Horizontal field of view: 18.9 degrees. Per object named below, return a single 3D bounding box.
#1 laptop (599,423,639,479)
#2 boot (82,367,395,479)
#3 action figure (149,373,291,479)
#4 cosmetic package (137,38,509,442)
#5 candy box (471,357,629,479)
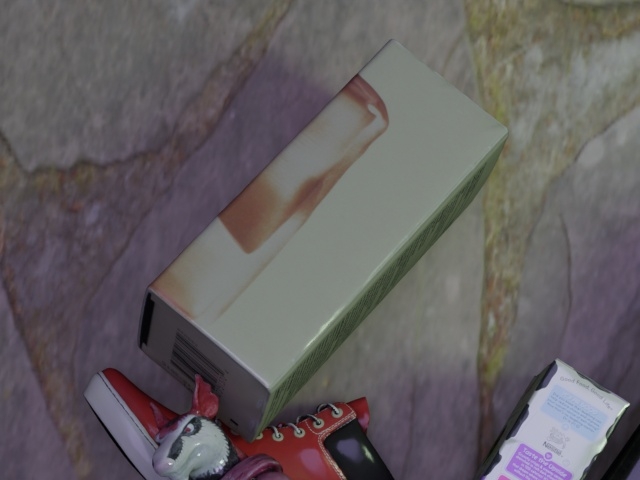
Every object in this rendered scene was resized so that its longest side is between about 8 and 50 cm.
[{"bbox_3d":[0.487,0.143,1.521,0.382,0.236,0.408,35,93,9],"label":"laptop"},{"bbox_3d":[-0.061,0.157,1.580,0.244,0.088,0.176,44,84,-1],"label":"boot"},{"bbox_3d":[-0.031,0.274,1.438,0.276,0.248,0.370,-8,78,-33],"label":"action figure"},{"bbox_3d":[0.000,0.000,1.532,0.129,0.153,0.296,40,67,9],"label":"cosmetic package"},{"bbox_3d":[0.157,0.199,1.525,0.070,0.165,0.196,31,83,6],"label":"candy box"}]
